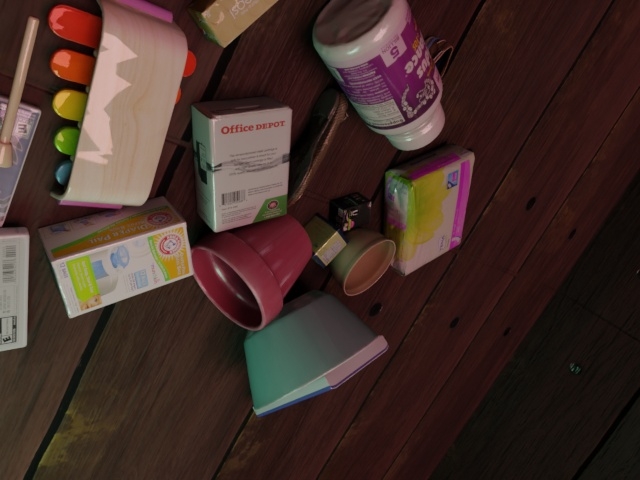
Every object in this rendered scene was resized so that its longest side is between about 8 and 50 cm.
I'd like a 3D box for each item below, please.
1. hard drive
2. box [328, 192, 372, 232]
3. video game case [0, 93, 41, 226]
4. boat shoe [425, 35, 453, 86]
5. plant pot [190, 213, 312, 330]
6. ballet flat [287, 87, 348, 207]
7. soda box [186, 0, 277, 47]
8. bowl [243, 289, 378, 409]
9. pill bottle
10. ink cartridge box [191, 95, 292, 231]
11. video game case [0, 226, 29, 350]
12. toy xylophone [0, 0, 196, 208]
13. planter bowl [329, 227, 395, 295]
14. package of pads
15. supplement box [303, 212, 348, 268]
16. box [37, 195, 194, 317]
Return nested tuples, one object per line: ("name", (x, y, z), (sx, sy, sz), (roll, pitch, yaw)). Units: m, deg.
("hard drive", (-0.005, 0.333, 1.171), (0.210, 0.040, 0.319), (-22, 168, -44))
("box", (0.068, -0.065, 1.103), (0.083, 0.052, 0.062), (-19, 130, -31))
("video game case", (-0.487, -0.117, 0.604), (0.201, 0.023, 0.183), (14, 109, -46))
("boat shoe", (0.226, -0.337, 1.035), (0.066, 0.066, 0.183), (-5, 121, -39))
("plant pot", (-0.120, 0.041, 0.926), (0.180, 0.201, 0.201), (-42, 140, -34))
("ballet flat", (-0.013, -0.172, 0.940), (0.058, 0.084, 0.249), (20, 98, -46))
("soda box", (-0.108, -0.375, 0.724), (0.181, 0.058, 0.061), (-45, 138, -8))
("bowl", (-0.045, 0.221, 1.071), (0.312, 0.163, 0.311), (-29, 172, -4))
("pill bottle", (0.126, -0.305, 0.895), (0.169, 0.169, 0.301), (-50, 139, -1))
("ink cartridge box", (-0.137, -0.137, 0.846), (0.153, 0.087, 0.208), (-16, 128, -32))
("video game case", (-0.537, 0.085, 0.689), (0.206, 0.026, 0.227), (-5, 128, -39))
("toy xylophone", (-0.306, -0.183, 0.665), (0.236, 0.081, 0.322), (14, 108, -49))
("planter bowl", (0.081, 0.033, 1.131), (0.162, 0.109, 0.162), (-32, 147, -24))
("package of pads", (0.268, -0.073, 1.234), (0.229, 0.101, 0.296), (-26, 132, -26))
("supplement box", (0.000, 0.000, 1.066), (0.083, 0.083, 0.056), (-46, 138, -6))
("box", (-0.324, 0.020, 0.783), (0.203, 0.103, 0.114), (-20, 130, -30))
